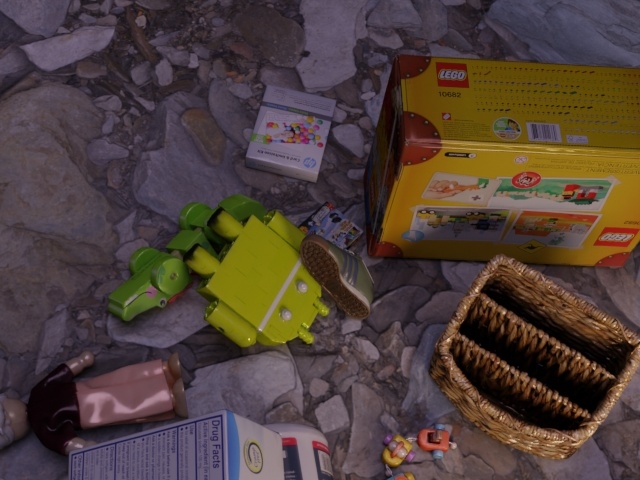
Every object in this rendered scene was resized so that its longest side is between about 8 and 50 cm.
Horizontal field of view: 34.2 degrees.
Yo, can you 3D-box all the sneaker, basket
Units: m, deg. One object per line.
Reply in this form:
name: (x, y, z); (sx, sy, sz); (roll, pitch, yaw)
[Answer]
sneaker: (0.034, 0.045, 1.845); (0.192, 0.064, 0.086); (52, 38, -25)
basket: (0.346, 0.207, 1.739); (0.299, 0.223, 0.213); (34, 61, 11)

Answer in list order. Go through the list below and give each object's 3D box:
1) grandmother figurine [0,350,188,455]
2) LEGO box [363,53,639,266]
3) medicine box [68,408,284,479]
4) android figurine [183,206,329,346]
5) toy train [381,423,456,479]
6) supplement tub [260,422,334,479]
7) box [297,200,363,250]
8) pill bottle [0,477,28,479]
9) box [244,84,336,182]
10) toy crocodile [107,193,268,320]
grandmother figurine: (-0.391, 0.272, 1.685); (0.343, 0.104, 0.207); (-9, 34, -9)
LEGO box: (0.352, -0.128, 1.851); (0.501, 0.372, 0.193); (3, 59, -6)
medicine box: (-0.203, 0.407, 1.454); (0.289, 0.149, 0.263); (-18, 59, 24)
android figurine: (-0.102, 0.071, 1.800); (0.273, 0.056, 0.248); (41, 58, -15)
toy train: (0.162, 0.372, 1.719); (0.125, 0.046, 0.166); (12, 58, 0)
supplement tub: (-0.063, 0.431, 1.571); (0.191, 0.191, 0.272); (-5, 60, -10)
box: (0.000, 0.000, 1.930); (0.094, 0.027, 0.137); (41, 63, 15)
pill bottle: (-0.520, 0.411, 1.587); (0.152, 0.086, 0.086); (-9, 61, -12)
box: (-0.058, -0.212, 2.043); (0.145, 0.038, 0.186); (13, 60, 1)
toy crocodile: (-0.234, 0.027, 1.847); (0.340, 0.105, 0.115); (-44, 32, -26)
